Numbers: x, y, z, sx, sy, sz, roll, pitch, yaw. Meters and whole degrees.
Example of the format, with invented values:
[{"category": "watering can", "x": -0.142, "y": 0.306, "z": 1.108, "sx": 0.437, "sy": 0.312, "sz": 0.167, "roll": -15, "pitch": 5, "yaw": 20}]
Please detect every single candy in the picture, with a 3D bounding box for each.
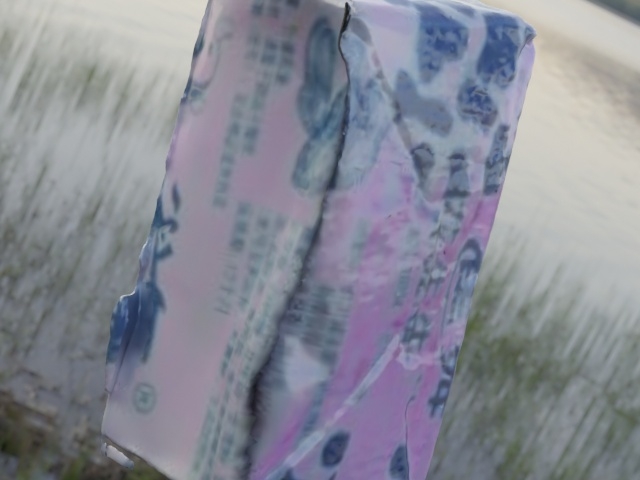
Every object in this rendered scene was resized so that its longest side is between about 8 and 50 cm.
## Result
[{"category": "candy", "x": 0.000, "y": 0.000, "z": 0.447, "sx": 0.092, "sy": 0.160, "sz": 0.073, "roll": 7, "pitch": 10, "yaw": -45}]
